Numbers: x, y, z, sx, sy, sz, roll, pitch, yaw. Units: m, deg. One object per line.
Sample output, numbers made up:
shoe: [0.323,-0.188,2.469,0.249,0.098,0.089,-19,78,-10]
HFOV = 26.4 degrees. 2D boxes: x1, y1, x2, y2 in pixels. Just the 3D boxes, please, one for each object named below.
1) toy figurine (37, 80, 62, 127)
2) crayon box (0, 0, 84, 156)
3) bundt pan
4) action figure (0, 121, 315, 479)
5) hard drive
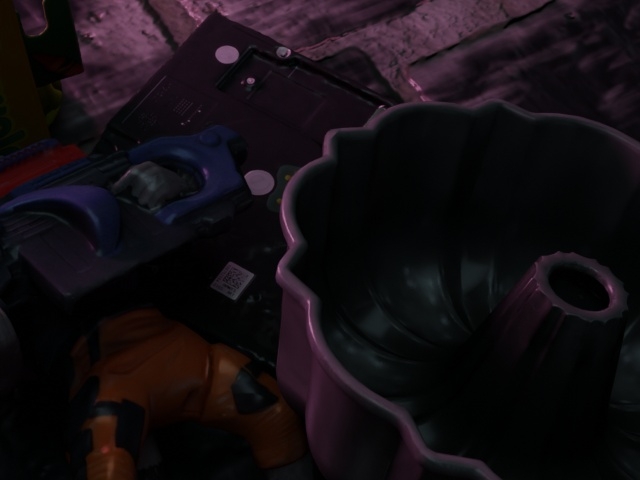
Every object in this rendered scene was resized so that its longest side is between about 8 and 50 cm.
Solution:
toy figurine: [-0.368,-0.202,0.961,0.362,0.217,0.191,34,61,19]
crayon box: [-0.288,-0.079,0.839,0.318,0.202,0.081,-27,63,-15]
bundt pan: [0.121,0.068,0.752,0.330,0.124,0.331,11,40,-10]
action figure: [-0.161,0.082,0.771,0.341,0.178,0.330,-20,66,-34]
hard drive: [0.000,0.000,0.936,0.339,0.064,0.237,27,59,16]
